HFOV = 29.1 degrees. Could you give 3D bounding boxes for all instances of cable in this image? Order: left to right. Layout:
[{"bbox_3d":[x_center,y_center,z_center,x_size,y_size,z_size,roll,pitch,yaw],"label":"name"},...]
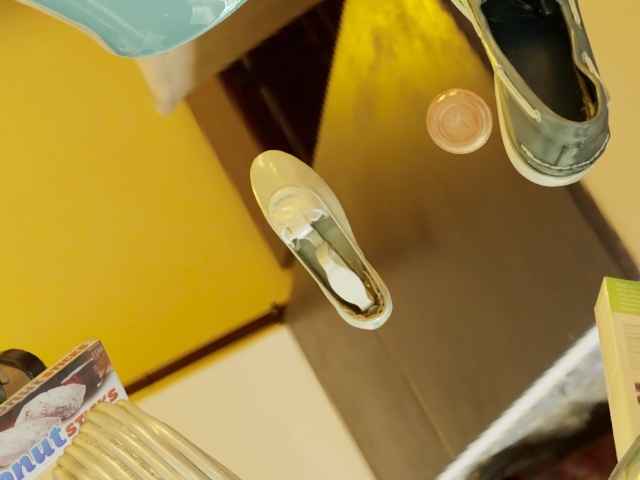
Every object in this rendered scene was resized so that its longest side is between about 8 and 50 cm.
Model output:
[{"bbox_3d":[-0.075,0.213,0.823,0.257,0.089,0.257,23,153,49],"label":"cable"}]

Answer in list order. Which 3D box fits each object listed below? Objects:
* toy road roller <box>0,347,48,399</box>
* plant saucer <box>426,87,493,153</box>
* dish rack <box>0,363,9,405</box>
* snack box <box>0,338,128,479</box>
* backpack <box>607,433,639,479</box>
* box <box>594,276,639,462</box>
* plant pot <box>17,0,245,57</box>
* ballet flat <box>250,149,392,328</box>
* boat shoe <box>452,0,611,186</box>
[{"bbox_3d":[-0.496,0.271,1.543,0.202,0.241,0.329,-64,-12,-75],"label":"toy road roller"},{"bbox_3d":[0.173,-0.148,1.535,0.083,0.084,0.013,66,-156,-12],"label":"plant saucer"},{"bbox_3d":[-0.311,0.230,1.115,0.208,0.074,0.271,87,-173,-62],"label":"dish rack"},{"bbox_3d":[-0.237,0.155,1.014,0.022,0.178,0.064,1,120,42],"label":"snack box"},{"bbox_3d":[0.333,0.199,0.910,0.273,0.290,0.355,31,169,33],"label":"backpack"},{"bbox_3d":[0.430,0.171,1.341,0.322,0.232,0.058,-81,1,-53],"label":"box"},{"bbox_3d":[-0.147,-0.253,0.723,0.255,0.271,0.271,45,180,-39],"label":"plant pot"},{"bbox_3d":[0.000,0.000,1.440,0.248,0.086,0.086,52,166,-2],"label":"ballet flat"},{"bbox_3d":[0.177,-0.208,1.055,0.099,0.116,0.319,93,165,-72],"label":"boat shoe"}]
